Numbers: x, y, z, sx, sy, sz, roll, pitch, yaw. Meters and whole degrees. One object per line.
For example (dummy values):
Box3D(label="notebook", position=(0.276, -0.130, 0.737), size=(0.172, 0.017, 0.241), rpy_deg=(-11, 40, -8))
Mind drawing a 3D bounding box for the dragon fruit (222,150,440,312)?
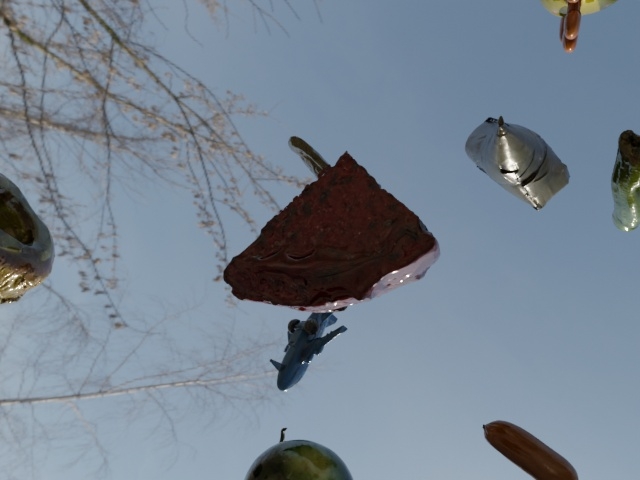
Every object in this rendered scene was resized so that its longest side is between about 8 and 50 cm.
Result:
Box3D(label="dragon fruit", position=(0.000, 0.000, 0.946), size=(0.331, 0.302, 0.240), rpy_deg=(-19, -98, 3))

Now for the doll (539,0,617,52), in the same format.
Box3D(label="doll", position=(0.277, -0.329, 0.659), size=(0.136, 0.143, 0.220), rpy_deg=(-4, -91, 18))

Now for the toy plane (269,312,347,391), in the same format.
Box3D(label="toy plane", position=(-0.042, 0.269, 1.519), size=(0.254, 0.105, 0.271), rpy_deg=(-12, -147, 55))

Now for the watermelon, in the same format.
Box3D(label="watermelon", position=(-0.030, 0.310, 0.714), size=(0.187, 0.141, 0.140), rpy_deg=(-160, -102, -78))

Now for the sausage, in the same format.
Box3D(label="sausage", position=(0.362, 0.368, 0.995), size=(0.183, 0.054, 0.062), rpy_deg=(36, -109, 29))

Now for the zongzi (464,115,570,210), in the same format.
Box3D(label="zongzi", position=(0.349, -0.207, 1.175), size=(0.123, 0.289, 0.260), rpy_deg=(-50, -140, 12))

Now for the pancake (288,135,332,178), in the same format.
Box3D(label="pancake", position=(0.008, -0.177, 1.481), size=(0.050, 0.242, 0.242), rpy_deg=(-51, -127, 2))

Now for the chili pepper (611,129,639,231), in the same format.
Box3D(label="chili pepper", position=(0.394, -0.061, 0.733), size=(0.052, 0.201, 0.050), rpy_deg=(30, -99, 34))

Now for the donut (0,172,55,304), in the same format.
Box3D(label="donut", position=(-0.716, -0.026, 1.250), size=(0.160, 0.330, 0.330), rpy_deg=(-34, -120, 3))
